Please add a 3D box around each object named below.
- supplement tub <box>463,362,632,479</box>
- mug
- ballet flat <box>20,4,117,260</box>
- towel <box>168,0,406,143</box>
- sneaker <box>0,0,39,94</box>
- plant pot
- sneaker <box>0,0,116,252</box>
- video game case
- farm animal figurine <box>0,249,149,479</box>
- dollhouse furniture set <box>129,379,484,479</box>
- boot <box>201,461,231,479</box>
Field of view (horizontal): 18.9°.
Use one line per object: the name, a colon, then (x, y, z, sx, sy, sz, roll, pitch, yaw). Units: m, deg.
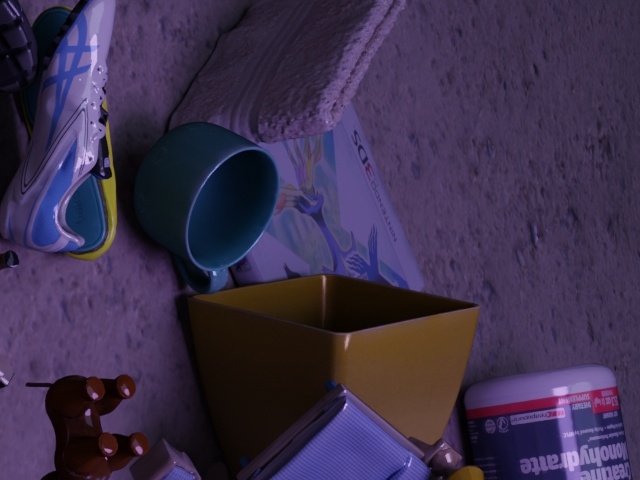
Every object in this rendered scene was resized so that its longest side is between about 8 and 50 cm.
supplement tub: (0.287, 0.295, 2.360, 0.191, 0.191, 0.272, 0, 80, -60)
mug: (-0.123, -0.037, 1.856, 0.129, 0.097, 0.158, 21, 97, -57)
ballet flat: (-0.224, -0.096, 1.751, 0.077, 0.077, 0.231, -1, 83, -81)
towel: (-0.030, -0.186, 1.988, 0.049, 0.187, 0.282, 65, 31, -29)
sneaker: (-0.309, -0.241, 1.615, 0.106, 0.101, 0.267, -80, 149, -47)
plant pot: (0.011, 0.150, 1.905, 0.212, 0.212, 0.187, -9, 104, -46)
sneaker: (-0.212, -0.104, 1.672, 0.085, 0.086, 0.237, -134, -120, -85)
video game case: (0.000, 0.000, 2.125, 0.329, 0.036, 0.300, -50, 123, -54)
farm animal figurine: (-0.309, 0.163, 1.422, 0.327, 0.172, 0.330, 58, 41, -10)
dollhouse furniture set: (-0.012, 0.268, 1.685, 0.286, 0.303, 0.198, 45, 6, -44)
boot: (-0.128, 0.242, 1.814, 0.087, 0.042, 0.118, 47, 41, -39)
